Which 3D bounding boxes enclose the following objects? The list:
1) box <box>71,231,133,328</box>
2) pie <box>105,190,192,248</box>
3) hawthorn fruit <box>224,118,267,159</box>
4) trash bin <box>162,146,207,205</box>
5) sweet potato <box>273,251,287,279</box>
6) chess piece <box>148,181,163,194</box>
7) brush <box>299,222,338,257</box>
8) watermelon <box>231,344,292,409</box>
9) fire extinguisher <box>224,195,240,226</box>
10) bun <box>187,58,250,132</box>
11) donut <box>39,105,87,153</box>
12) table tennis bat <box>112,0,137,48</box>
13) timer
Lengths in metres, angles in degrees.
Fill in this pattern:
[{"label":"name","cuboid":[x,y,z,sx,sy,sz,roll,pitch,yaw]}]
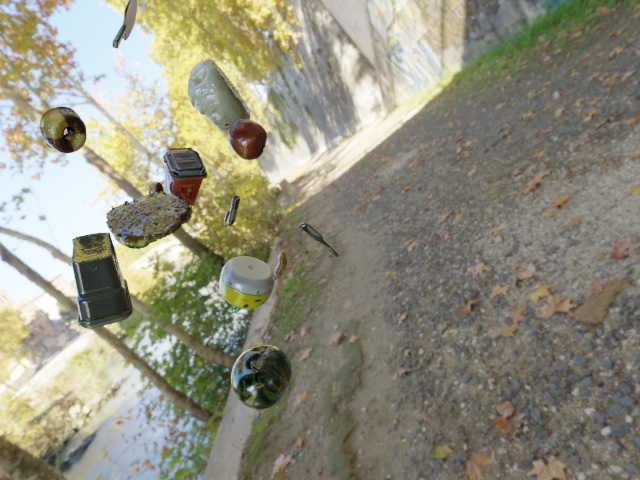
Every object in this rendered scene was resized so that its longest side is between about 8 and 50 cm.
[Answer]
[{"label":"box","cuboid":[-0.607,0.099,1.210,0.138,0.178,0.274,-14,24,-24]},{"label":"pie","cuboid":[-0.677,-0.084,1.755,0.354,0.103,0.288,18,46,30]},{"label":"hawthorn fruit","cuboid":[-0.312,-0.424,1.810,0.157,0.194,0.157,-50,-6,-8]},{"label":"trash bin","cuboid":[-0.605,-0.273,1.935,0.161,0.185,0.239,-10,-33,-33]},{"label":"sweet potato","cuboid":[-0.155,0.106,1.707,0.044,0.044,0.179,-48,-17,-42]},{"label":"chess piece","cuboid":[-0.712,-0.213,1.920,0.038,0.084,0.084,2,18,7]},{"label":"brush","cuboid":[0.000,0.000,1.645,0.016,0.193,0.063,-57,18,-22]},{"label":"watermelon","cuboid":[-0.249,0.571,1.876,0.269,0.269,0.269,-38,10,8]},{"label":"fire extinguisher","cuboid":[-0.344,-0.102,1.713,0.049,0.035,0.173,-58,-5,-43]},{"label":"bun","cuboid":[-0.506,-0.688,2.164,0.210,0.360,0.360,-34,11,8]},{"label":"donut","cuboid":[-0.988,-0.422,1.723,0.166,0.073,0.184,-32,-31,-47]},{"label":"table tennis bat","cuboid":[-0.740,-0.824,1.691,0.154,0.021,0.274,126,154,-52]},{"label":"timer","cuboid":[-0.370,0.241,2.160,0.285,0.285,0.285,-38,10,8]}]
